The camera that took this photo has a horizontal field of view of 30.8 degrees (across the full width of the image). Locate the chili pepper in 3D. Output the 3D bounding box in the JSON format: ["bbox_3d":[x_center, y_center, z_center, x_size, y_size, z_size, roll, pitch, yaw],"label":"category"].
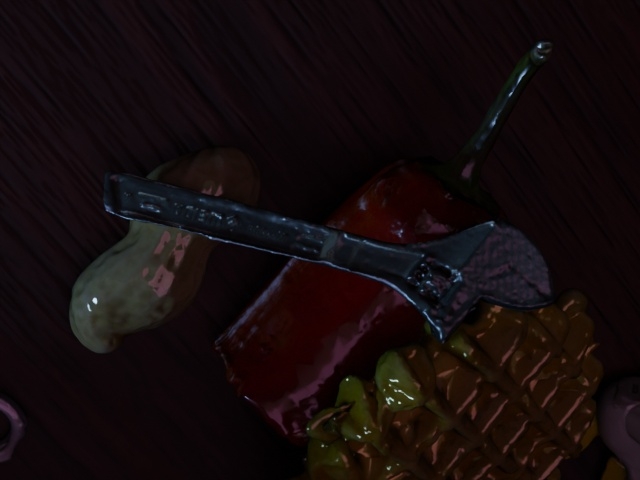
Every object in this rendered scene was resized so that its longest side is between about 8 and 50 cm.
[{"bbox_3d":[0.072,0.004,0.880,0.131,0.134,0.338,37,95,-29],"label":"chili pepper"}]

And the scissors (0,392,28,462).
[{"bbox_3d":[-0.293,0.093,0.868,0.100,0.015,0.189,-22,105,-7],"label":"scissors"}]

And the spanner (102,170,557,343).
[{"bbox_3d":[0.000,0.000,0.795,0.326,0.026,0.093,15,83,10],"label":"spanner"}]

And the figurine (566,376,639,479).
[{"bbox_3d":[0.294,0.201,1.018,0.130,0.109,0.178,-25,109,19],"label":"figurine"}]

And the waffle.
[{"bbox_3d":[0.097,0.166,0.888,0.329,0.062,0.329,-21,135,-22],"label":"waffle"}]

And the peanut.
[{"bbox_3d":[-0.117,0.005,0.865,0.082,0.082,0.187,34,92,-19],"label":"peanut"}]
